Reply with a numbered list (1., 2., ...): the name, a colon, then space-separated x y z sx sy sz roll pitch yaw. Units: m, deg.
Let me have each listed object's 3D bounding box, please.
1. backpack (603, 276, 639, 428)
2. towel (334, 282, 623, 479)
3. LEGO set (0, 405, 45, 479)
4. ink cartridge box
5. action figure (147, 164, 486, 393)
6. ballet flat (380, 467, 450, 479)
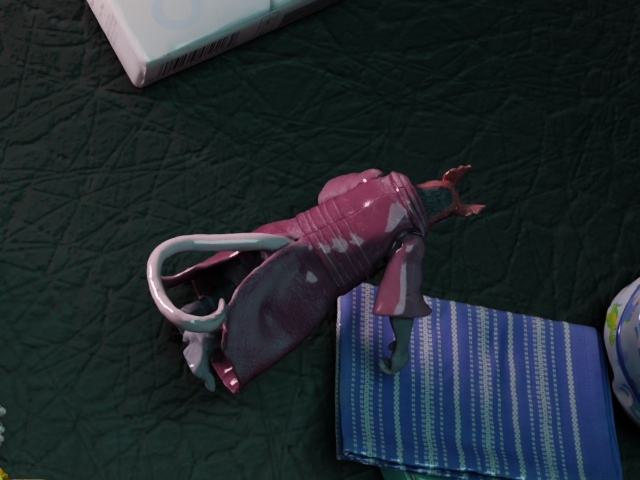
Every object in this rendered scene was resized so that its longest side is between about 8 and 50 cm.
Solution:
1. backpack: 0.510 0.108 1.740 0.355 0.273 0.290 -13 84 -6
2. towel: 0.181 0.169 1.687 0.336 0.040 0.243 11 51 -13
3. LEGO set: -0.334 0.280 1.531 0.093 0.087 0.227 0 75 1
4. ink cartridge box: -0.170 -0.413 1.767 0.308 0.091 0.385 -27 85 -20
5. action figure: 0.000 0.000 1.592 0.370 0.275 0.248 -30 53 -3
6. ballet flat: 0.140 0.334 1.651 0.087 0.083 0.247 -10 79 -28
